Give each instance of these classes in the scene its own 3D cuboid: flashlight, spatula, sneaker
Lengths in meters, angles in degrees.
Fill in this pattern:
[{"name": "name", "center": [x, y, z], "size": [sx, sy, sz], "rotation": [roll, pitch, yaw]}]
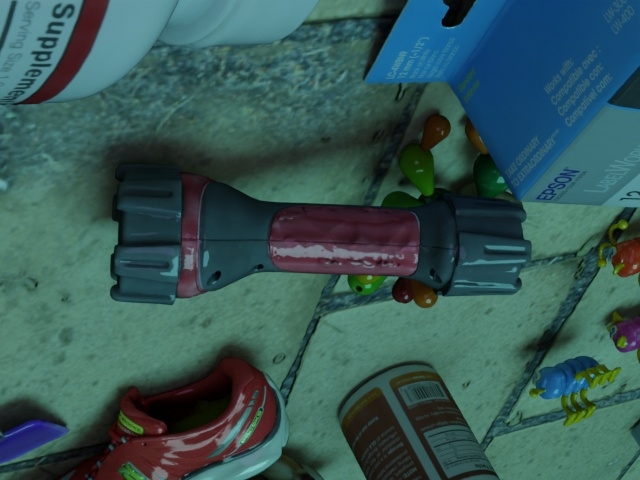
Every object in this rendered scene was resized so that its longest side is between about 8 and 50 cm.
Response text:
[{"name": "flashlight", "center": [0.000, 0.000, 1.008], "size": [0.304, 0.103, 0.103], "rotation": [3, 141, -9]}, {"name": "spatula", "center": [-0.291, 0.130, 1.112], "size": [0.084, 0.030, 0.296], "rotation": [-26, 148, 0]}, {"name": "sneaker", "center": [-0.168, 0.190, 1.255], "size": [0.279, 0.107, 0.118], "rotation": [-30, 129, -4]}]

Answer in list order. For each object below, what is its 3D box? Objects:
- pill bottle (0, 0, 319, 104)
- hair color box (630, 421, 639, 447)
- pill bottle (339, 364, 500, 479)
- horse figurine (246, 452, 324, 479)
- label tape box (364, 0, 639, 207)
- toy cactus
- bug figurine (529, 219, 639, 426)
[{"name": "pill bottle", "center": [-0.198, -0.171, 0.585], "size": [0.408, 0.229, 0.229], "rotation": [-5, 140, -33]}, {"name": "hair color box", "center": [0.590, 0.171, 1.761], "size": [0.185, 0.113, 0.374], "rotation": [-1, 139, -37]}, {"name": "pill bottle", "center": [0.114, 0.244, 1.403], "size": [0.121, 0.216, 0.121], "rotation": [-19, 146, -14]}, {"name": "horse figurine", "center": [-0.011, 0.276, 1.440], "size": [0.263, 0.174, 0.066], "rotation": [38, 77, -51]}, {"name": "label tape box", "center": [0.231, -0.117, 0.957], "size": [0.348, 0.115, 0.249], "rotation": [1, 158, -15]}, {"name": "toy cactus", "center": [0.122, -0.023, 1.167], "size": [0.180, 0.112, 0.219], "rotation": [0, 130, -52]}, {"name": "bug figurine", "center": [0.340, 0.074, 1.476], "size": [0.216, 0.072, 0.279], "rotation": [-11, 139, -36]}]
